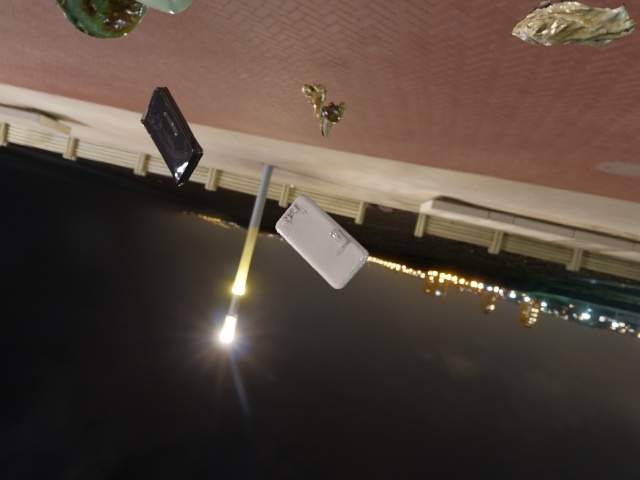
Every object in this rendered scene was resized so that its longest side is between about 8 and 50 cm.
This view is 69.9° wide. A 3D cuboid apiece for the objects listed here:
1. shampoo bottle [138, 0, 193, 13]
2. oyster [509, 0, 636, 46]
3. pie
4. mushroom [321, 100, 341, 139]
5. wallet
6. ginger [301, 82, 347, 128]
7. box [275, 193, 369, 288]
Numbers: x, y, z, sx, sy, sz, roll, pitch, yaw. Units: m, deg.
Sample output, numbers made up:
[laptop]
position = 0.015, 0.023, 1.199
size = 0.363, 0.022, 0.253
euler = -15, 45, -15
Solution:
[shampoo bottle]
position = -0.366, -0.569, 0.801
size = 0.350, 0.221, 0.151
euler = 31, 163, -7
[oyster]
position = 0.495, -0.418, 0.906
size = 0.209, 0.071, 0.133
euler = 21, 179, 10
[pie]
position = -0.587, -0.695, 1.264
size = 0.067, 0.302, 0.302
euler = 44, -174, 11
[mushroom]
position = 0.032, -0.389, 1.500
size = 0.060, 0.061, 0.187
euler = 43, 166, 5
[wallet]
position = -0.396, -0.281, 1.207
size = 0.044, 0.250, 0.149
euler = -15, 158, -47
[ginger]
position = 0.014, -0.513, 1.767
size = 0.194, 0.176, 0.052
euler = 1, -152, -16
[box]
position = 0.000, 0.000, 1.332
size = 0.285, 0.142, 0.044
euler = 44, -170, 20
